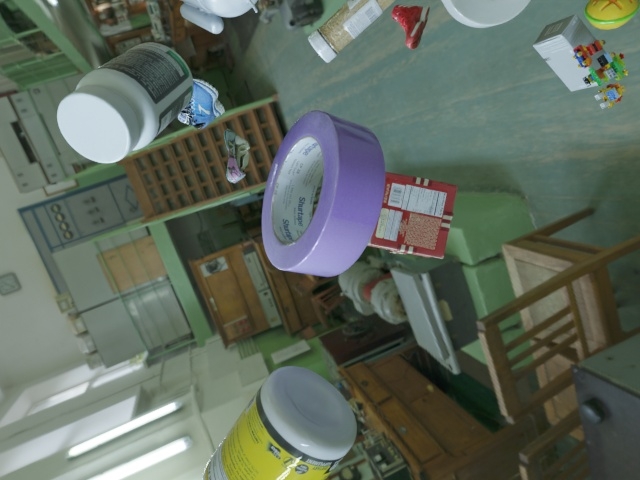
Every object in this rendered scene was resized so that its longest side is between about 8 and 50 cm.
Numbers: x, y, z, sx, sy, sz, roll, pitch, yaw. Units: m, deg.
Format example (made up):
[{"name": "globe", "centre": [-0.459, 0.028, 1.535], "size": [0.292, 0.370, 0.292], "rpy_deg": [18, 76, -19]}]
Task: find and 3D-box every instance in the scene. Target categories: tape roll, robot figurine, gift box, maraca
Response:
[{"name": "tape roll", "centre": [0.632, -1.012, 1.746], "size": [0.072, 0.392, 0.391], "rpy_deg": [-117, 9, -71]}, {"name": "robot figurine", "centre": [-0.276, -0.660, 1.102], "size": [0.354, 0.200, 0.299], "rpy_deg": [29, 135, 19]}, {"name": "gift box", "centre": [0.248, -0.087, 1.440], "size": [0.258, 0.277, 0.255], "rpy_deg": [13, -87, -89]}, {"name": "tape roll", "centre": [-0.007, -0.078, 0.805], "size": [0.275, 0.090, 0.274], "rpy_deg": [-28, 56, 53]}, {"name": "maraca", "centre": [0.788, -0.641, 1.252], "size": [0.127, 0.185, 0.099], "rpy_deg": [12, 151, 26]}]

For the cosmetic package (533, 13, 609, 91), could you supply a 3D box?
[{"name": "cosmetic package", "centre": [0.846, -0.621, 1.552], "size": [0.238, 0.107, 0.127], "rpy_deg": [39, 171, -19]}]

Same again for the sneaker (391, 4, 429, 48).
[{"name": "sneaker", "centre": [0.308, -0.774, 1.678], "size": [0.128, 0.221, 0.087], "rpy_deg": [17, 144, 13]}]

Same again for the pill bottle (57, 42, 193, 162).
[{"name": "pill bottle", "centre": [-0.481, -0.356, 1.182], "size": [0.361, 0.204, 0.204], "rpy_deg": [-76, -22, -52]}]

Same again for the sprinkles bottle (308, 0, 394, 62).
[{"name": "sprinkles bottle", "centre": [0.122, -0.818, 1.703], "size": [0.121, 0.355, 0.121], "rpy_deg": [46, -160, -21]}]

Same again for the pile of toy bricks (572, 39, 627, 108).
[{"name": "pile of toy bricks", "centre": [0.870, -0.520, 1.399], "size": [0.212, 0.105, 0.118], "rpy_deg": [58, 178, -1]}]

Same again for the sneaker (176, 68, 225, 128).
[{"name": "sneaker", "centre": [-0.420, -0.458, 1.548], "size": [0.130, 0.147, 0.330], "rpy_deg": [36, 174, 7]}]

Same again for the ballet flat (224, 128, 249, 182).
[{"name": "ballet flat", "centre": [-0.277, -0.293, 1.565], "size": [0.077, 0.079, 0.221], "rpy_deg": [50, -153, -56]}]

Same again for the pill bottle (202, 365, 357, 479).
[{"name": "pill bottle", "centre": [-0.096, 0.411, 0.849], "size": [0.188, 0.333, 0.188], "rpy_deg": [30, -163, -10]}]
